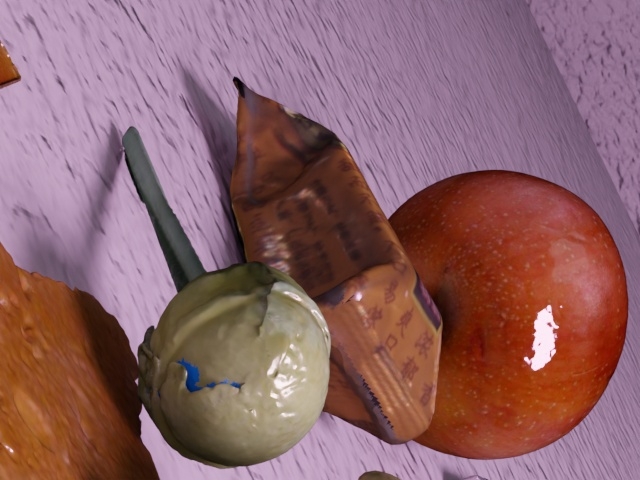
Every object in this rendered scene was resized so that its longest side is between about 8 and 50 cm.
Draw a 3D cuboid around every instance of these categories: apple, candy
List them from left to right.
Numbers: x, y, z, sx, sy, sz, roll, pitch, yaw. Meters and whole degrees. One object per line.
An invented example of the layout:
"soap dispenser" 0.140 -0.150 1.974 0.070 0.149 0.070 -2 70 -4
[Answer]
"candy" -0.071 0.008 0.995 0.335 0.092 0.093 -121 -166 -59
"candy" 0.000 0.000 1.249 0.143 0.101 0.271 60 6 -39
"apple" 0.111 0.053 1.332 0.162 0.201 0.201 -11 71 -51

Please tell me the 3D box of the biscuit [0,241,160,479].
"biscuit" -0.119 0.072 0.826 0.162 0.035 0.250 56 9 -2

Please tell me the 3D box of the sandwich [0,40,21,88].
"sandwich" -0.190 -0.088 0.846 0.162 0.058 0.193 38 25 -58

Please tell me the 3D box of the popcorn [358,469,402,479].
"popcorn" 0.008 0.185 0.775 0.218 0.169 0.189 20 40 -42

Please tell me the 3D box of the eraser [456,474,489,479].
"eraser" 0.124 0.191 1.438 0.099 0.027 0.019 32 40 -61
